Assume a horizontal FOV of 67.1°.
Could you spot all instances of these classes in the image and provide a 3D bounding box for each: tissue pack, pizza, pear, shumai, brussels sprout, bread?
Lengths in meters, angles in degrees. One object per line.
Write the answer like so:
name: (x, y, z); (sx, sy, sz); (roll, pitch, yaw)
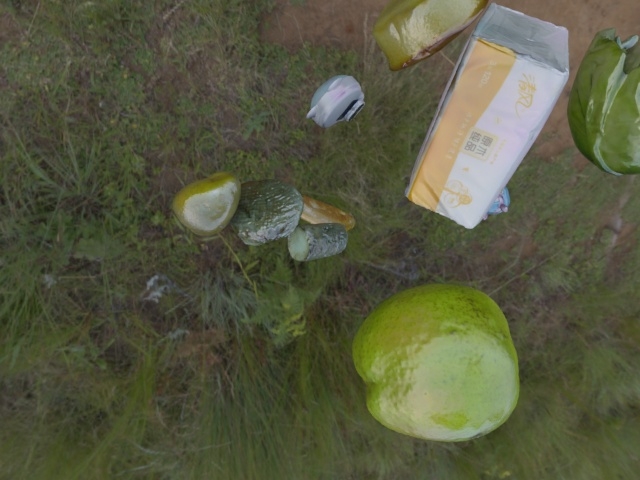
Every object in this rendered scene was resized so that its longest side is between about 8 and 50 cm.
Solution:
tissue pack: (0.216, -0.162, 0.635); (0.124, 0.185, 0.225); (24, 132, 7)
pizza: (0.010, -0.108, 1.991); (0.365, 0.182, 0.074); (9, 121, -49)
pear: (0.259, 0.282, 1.141); (0.390, 0.391, 0.391); (-13, 137, -13)
shumai: (-0.151, -0.053, 1.451); (0.222, 0.271, 0.204); (-41, 137, -16)
brussels sprout: (0.909, -0.369, 1.393); (0.342, 0.425, 0.361); (-13, 137, -41)
bread: (0.246, -0.510, 1.102); (0.269, 0.270, 0.148); (-38, 114, 14)

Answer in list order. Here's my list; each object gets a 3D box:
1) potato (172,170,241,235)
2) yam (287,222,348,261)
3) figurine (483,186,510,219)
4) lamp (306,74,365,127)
potato: (-0.296, -0.104, 1.300); (0.194, 0.157, 0.157); (-44, 137, 0)
yam: (0.000, 0.000, 1.468); (0.194, 0.107, 0.107); (-9, 140, -47)
figurine: (0.562, -0.211, 1.593); (0.102, 0.260, 0.205); (-10, 170, -37)
lamp: (0.052, -0.447, 1.534); (0.179, 0.108, 0.246); (-41, 170, 29)
